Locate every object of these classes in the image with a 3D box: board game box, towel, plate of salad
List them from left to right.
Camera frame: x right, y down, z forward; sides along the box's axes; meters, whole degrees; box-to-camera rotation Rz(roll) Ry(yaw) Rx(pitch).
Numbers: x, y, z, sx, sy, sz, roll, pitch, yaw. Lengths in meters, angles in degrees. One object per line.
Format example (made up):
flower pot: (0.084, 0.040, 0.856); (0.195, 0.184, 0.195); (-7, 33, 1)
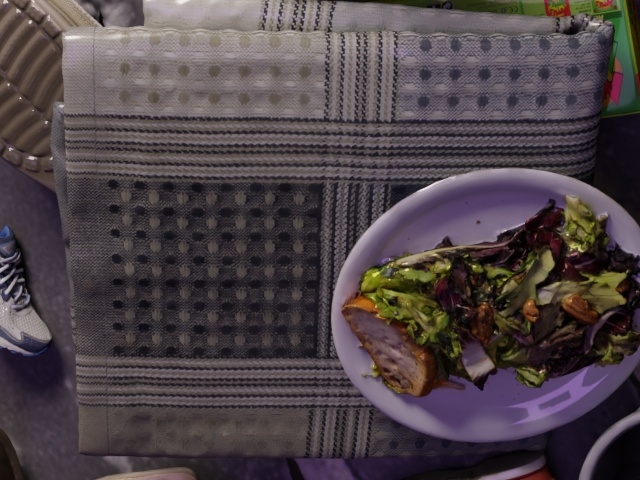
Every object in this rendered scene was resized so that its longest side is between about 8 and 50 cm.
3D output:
towel: (0.000, 0.000, 1.048); (0.324, 0.056, 0.312); (0, 122, -5)
board game box: (0.105, -0.114, 1.056); (0.181, 0.043, 0.092); (-7, 104, 19)
plate of salad: (0.107, 0.048, 1.024); (0.200, 0.048, 0.199); (-2, 121, -3)

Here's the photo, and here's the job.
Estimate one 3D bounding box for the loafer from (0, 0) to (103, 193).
loafer: (-0.142, -0.075, 1.114); (0.102, 0.092, 0.268); (-42, 93, 21)

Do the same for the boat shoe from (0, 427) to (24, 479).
boat shoe: (-0.257, 0.277, 1.254); (0.104, 0.111, 0.307); (-4, 97, 32)

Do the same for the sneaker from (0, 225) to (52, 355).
sneaker: (-0.231, 0.022, 1.193); (0.058, 0.052, 0.135); (-42, 91, 19)

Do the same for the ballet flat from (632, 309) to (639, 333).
ballet flat: (0.262, 0.020, 1.029); (0.206, 0.067, 0.073); (-8, 103, 42)

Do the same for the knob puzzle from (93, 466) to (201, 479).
knob puzzle: (-0.126, 0.241, 1.225); (0.213, 0.030, 0.213); (1, 109, 3)

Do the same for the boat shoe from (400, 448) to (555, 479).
boat shoe: (0.092, 0.176, 1.145); (0.137, 0.049, 0.043); (-16, 103, 15)

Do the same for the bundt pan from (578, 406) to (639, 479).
bundt pan: (0.309, 0.197, 1.043); (0.331, 0.124, 0.330); (4, 107, 15)
